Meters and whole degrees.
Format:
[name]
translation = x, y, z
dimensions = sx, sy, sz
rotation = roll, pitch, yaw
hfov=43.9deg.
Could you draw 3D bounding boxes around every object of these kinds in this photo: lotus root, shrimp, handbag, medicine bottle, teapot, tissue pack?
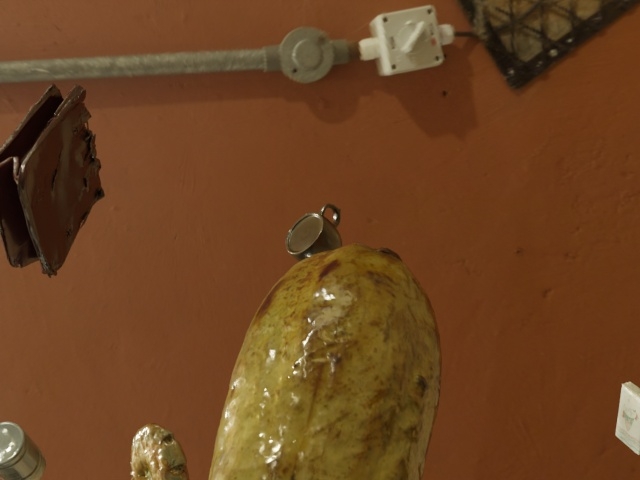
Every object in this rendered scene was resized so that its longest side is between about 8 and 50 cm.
[lotus root]
translation = 0.002, 0.107, 0.412
dimensions = 0.110, 0.097, 0.259
rotation = 11, -119, 7
[shrimp]
translation = -0.285, 0.466, 1.395
dimensions = 0.062, 0.154, 0.295
rotation = 0, -91, -47
[handbag]
translation = -0.378, -0.085, 1.104
dimensions = 0.073, 0.216, 0.203
rotation = 10, -42, 5
[medicine bottle]
translation = -0.394, 0.277, 1.020
dimensions = 0.058, 0.091, 0.058
rotation = -1, -125, 2
[teapot]
translation = 0.000, 0.000, 1.178
dimensions = 0.068, 0.076, 0.121
rotation = 39, -115, -35
[tissue pack]
translation = 0.495, 0.281, 1.252
dimensions = 0.023, 0.056, 0.108
rotation = -16, -60, -20
